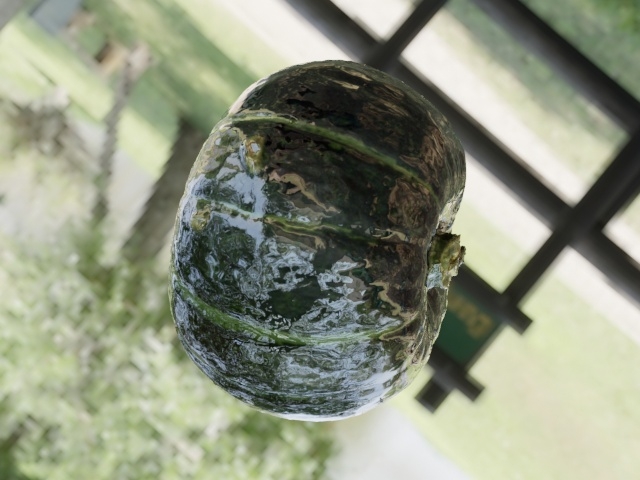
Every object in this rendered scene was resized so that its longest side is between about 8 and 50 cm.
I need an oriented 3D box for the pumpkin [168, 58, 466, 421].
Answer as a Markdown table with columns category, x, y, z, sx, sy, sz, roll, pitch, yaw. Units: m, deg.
| category | x | y | z | sx | sy | sz | roll | pitch | yaw |
| --- | --- | --- | --- | --- | --- | --- | --- | --- | --- |
| pumpkin | 0.000 | 0.000 | 1.669 | 0.241 | 0.323 | 0.323 | 12 | 163 | 15 |
